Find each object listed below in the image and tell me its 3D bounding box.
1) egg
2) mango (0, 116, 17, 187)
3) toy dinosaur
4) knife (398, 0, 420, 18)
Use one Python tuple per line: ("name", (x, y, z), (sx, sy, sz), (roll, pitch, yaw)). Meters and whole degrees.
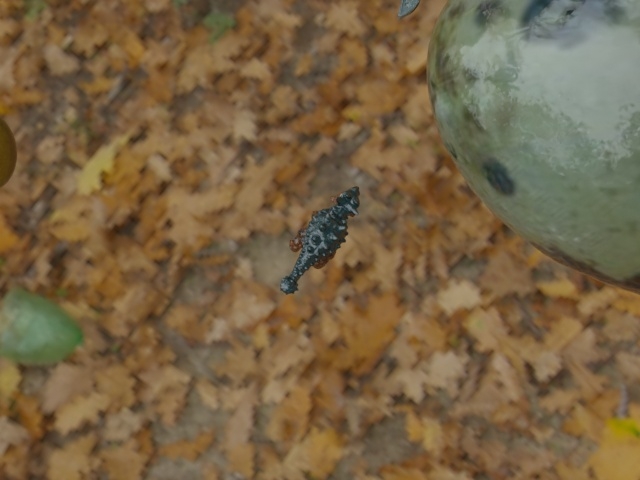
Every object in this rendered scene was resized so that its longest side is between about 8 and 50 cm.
("egg", (0.304, -0.124, 1.399), (0.345, 0.428, 0.345), (-160, 90, -75))
("mango", (-0.528, -0.148, 2.238), (0.137, 0.195, 0.098), (-46, 18, -17))
("toy dinosaur", (0.000, 0.000, 1.672), (0.154, 0.049, 0.055), (-56, 12, -26))
("knife", (0.132, -0.381, 2.032), (0.015, 0.028, 0.210), (137, 147, -68))
